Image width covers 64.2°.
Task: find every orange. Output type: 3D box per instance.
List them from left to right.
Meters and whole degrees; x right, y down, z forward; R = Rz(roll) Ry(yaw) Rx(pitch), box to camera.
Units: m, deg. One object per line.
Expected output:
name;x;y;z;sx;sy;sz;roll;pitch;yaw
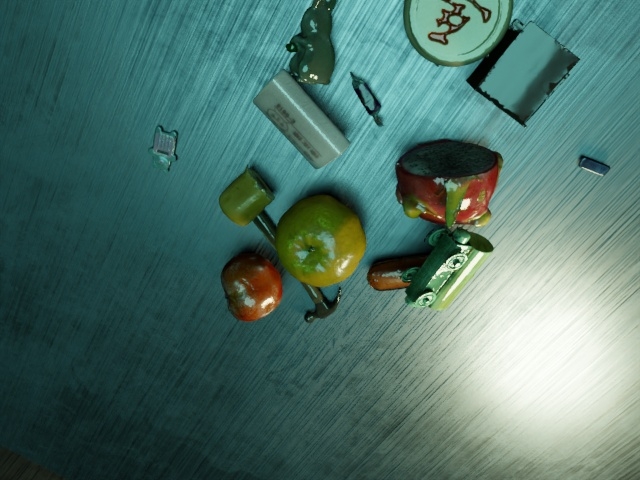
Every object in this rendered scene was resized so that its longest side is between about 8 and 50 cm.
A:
orange;0.000;0.000;1.538;0.279;0.235;0.278;6;107;19

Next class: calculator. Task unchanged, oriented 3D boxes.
calculator;-0.490;-0.283;1.593;0.094;0.019;0.141;17;116;-2

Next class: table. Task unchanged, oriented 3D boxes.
table;0.508;-0.424;1.291;0.173;0.169;0.193;33;114;-8

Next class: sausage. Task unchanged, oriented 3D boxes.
sausage;0.309;0.093;1.607;0.331;0.102;0.102;-7;114;13

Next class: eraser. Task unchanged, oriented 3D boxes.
eraser;-0.056;-0.332;1.430;0.270;0.174;0.094;45;69;-14

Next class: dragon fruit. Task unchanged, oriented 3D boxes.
dragon fruit;0.337;-0.146;1.395;0.291;0.290;0.189;1;122;8

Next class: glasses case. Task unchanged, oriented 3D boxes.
glasses case;0.766;-0.210;1.433;0.083;0.023;0.033;22;122;0

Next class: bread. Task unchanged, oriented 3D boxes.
bread;-0.235;-0.131;1.572;0.173;0.085;0.134;-42;78;21

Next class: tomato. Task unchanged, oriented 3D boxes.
tomato;-0.221;0.146;1.655;0.189;0.232;0.231;-15;115;-17

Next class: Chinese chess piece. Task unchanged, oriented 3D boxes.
Chinese chess piece;0.343;-0.574;1.281;0.274;0.102;0.273;3;116;7

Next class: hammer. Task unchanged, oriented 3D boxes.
hammer;-0.092;0.082;1.692;0.168;0.044;0.439;-29;108;21

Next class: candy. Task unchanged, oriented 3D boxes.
candy;0.131;-0.398;1.429;0.043;0.045;0.175;-33;108;5

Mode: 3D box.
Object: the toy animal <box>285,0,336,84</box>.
toy animal;-0.012;-0.546;1.352;0.125;0.127;0.251;25;112;27

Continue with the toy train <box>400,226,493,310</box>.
toy train;0.359;0.078;1.475;0.190;0.126;0.307;-2;135;-34
